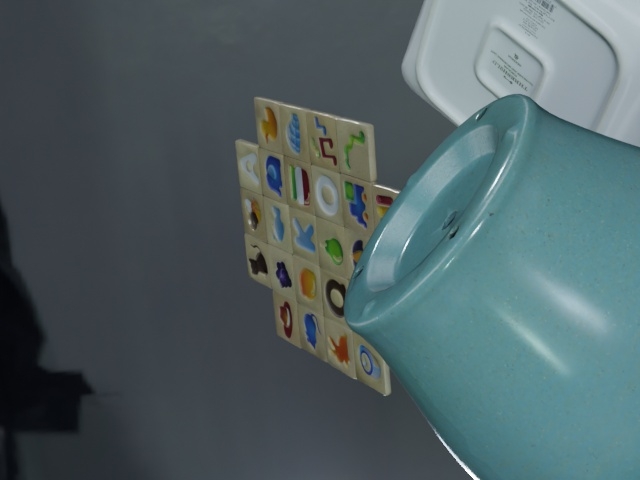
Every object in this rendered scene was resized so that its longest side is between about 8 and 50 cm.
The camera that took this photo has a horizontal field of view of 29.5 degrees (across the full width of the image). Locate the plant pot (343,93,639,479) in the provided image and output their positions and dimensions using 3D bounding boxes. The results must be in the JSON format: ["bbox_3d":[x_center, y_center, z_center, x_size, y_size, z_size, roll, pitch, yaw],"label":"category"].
[{"bbox_3d":[0.164,0.052,0.783,0.272,0.255,0.272,-51,13,16],"label":"plant pot"}]

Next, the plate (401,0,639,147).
[{"bbox_3d":[0.185,-0.163,1.102,0.277,0.045,0.278,45,147,22],"label":"plate"}]

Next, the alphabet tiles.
[{"bbox_3d":[0.000,0.000,1.295,0.342,0.011,0.285,22,122,55],"label":"alphabet tiles"}]
